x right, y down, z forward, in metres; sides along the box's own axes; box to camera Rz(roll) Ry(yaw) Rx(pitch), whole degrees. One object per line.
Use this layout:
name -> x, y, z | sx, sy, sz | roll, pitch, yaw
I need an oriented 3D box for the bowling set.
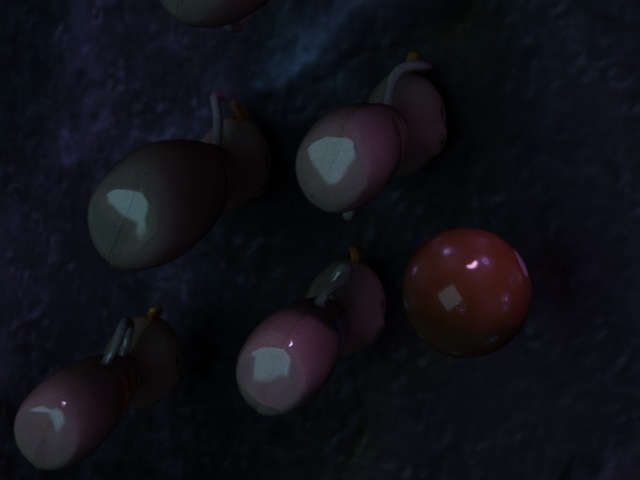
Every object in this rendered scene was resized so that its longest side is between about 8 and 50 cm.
bowling set -> 0.000, 0.000, 0.757 | 0.200, 0.154, 0.287 | 26, 109, 10
